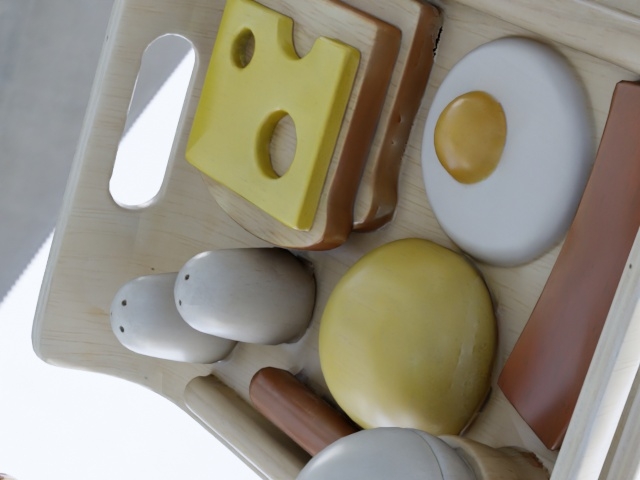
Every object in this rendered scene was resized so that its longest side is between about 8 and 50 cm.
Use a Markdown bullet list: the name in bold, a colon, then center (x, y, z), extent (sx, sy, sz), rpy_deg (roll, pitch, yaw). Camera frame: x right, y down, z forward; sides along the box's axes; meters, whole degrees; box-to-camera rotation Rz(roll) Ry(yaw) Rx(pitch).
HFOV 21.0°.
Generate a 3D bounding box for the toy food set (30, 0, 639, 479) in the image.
- **toy food set**: center (0.000, 0.000, 0.574), extent (0.092, 0.306, 0.219), rpy_deg (6, -73, -37)

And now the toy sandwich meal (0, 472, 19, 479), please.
- **toy sandwich meal**: center (-0.155, 0.129, 0.715), extent (0.029, 0.085, 0.085), rpy_deg (35, -111, 27)
